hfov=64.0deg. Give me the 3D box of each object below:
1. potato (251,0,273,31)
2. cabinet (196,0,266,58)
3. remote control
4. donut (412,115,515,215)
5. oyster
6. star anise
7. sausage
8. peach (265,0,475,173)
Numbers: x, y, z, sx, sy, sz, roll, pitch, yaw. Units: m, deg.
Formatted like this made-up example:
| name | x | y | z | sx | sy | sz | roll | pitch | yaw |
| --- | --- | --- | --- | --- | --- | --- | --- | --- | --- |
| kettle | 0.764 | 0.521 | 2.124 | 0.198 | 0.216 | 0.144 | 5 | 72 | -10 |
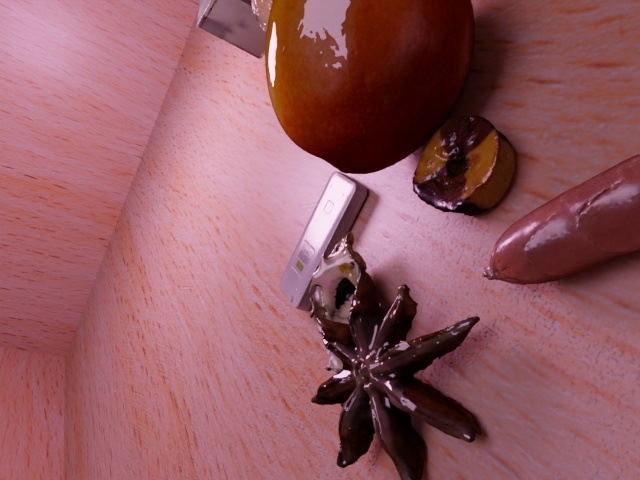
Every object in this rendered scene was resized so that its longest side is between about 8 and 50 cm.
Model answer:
| name | x | y | z | sx | sy | sz | roll | pitch | yaw |
| --- | --- | --- | --- | --- | --- | --- | --- | --- | --- |
| potato | -0.058 | -0.599 | 1.269 | 0.202 | 0.182 | 0.117 | -30 | 7 | 39 |
| cabinet | -0.228 | -0.668 | 1.485 | 0.145 | 0.206 | 0.150 | -39 | 43 | 42 |
| remote control | 0.000 | 0.000 | 0.926 | 0.250 | 0.034 | 0.103 | -64 | 31 | 11 |
| donut | 0.184 | -0.092 | 0.660 | 0.140 | 0.059 | 0.140 | -35 | 45 | 45 |
| oyster | 0.044 | 0.106 | 0.776 | 0.133 | 0.072 | 0.209 | -43 | 60 | 29 |
| star anise | 0.079 | 0.162 | 0.645 | 0.288 | 0.088 | 0.288 | -3 | 86 | 48 |
| sausage | 0.312 | -0.050 | 0.415 | 0.433 | 0.088 | 0.087 | -32 | 48 | 46 |
| peach | 0.063 | -0.259 | 0.732 | 0.308 | 0.308 | 0.332 | 16 | 98 | 59 |
